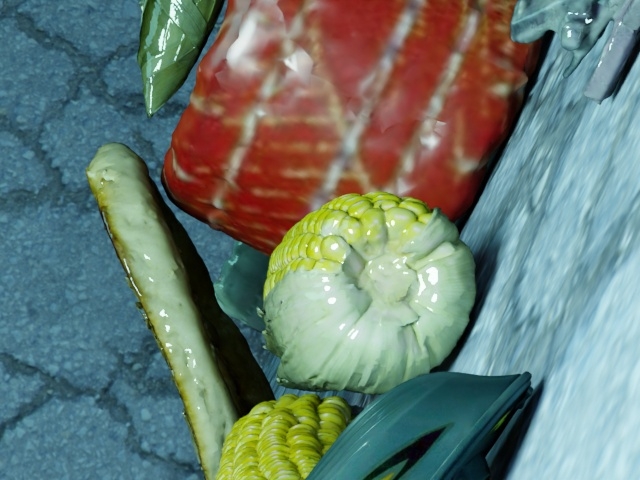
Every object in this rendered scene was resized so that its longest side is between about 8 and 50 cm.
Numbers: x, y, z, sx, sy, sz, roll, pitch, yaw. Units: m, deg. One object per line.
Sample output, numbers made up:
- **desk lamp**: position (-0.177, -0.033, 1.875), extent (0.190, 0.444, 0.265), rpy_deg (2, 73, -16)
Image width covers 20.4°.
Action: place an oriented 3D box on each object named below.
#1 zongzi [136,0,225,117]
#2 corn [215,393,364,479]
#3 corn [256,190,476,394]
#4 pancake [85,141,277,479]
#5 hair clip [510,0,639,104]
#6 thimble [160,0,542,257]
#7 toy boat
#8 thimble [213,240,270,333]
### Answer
- **zongzi**: position (-0.096, -0.161, 1.258), extent (0.109, 0.055, 0.119), rpy_deg (120, 162, -44)
- **corn**: position (-0.010, 0.152, 0.957), extent (0.292, 0.101, 0.101), rpy_deg (-99, 35, -79)
- **corn**: position (0.023, 0.040, 1.120), extent (0.305, 0.122, 0.123), rpy_deg (130, 156, -84)
- **pancake**: position (-0.096, 0.082, 1.395), extent (0.065, 0.356, 0.356), rpy_deg (-25, 2, -1)
- **hair clip**: position (0.167, -0.156, 0.906), extent (0.187, 0.056, 0.146), rpy_deg (-51, 10, 41)
- **thimble**: position (0.031, -0.133, 1.389), extent (0.350, 0.230, 0.350), rpy_deg (-64, 4, 7)
- **toy boat**: position (0.009, 0.149, 0.723), extent (0.246, 0.103, 0.093), rpy_deg (-51, -13, -7)
- **thimble**: position (0.000, 0.000, 1.675), extent (0.185, 0.149, 0.211), rpy_deg (115, 180, -74)
